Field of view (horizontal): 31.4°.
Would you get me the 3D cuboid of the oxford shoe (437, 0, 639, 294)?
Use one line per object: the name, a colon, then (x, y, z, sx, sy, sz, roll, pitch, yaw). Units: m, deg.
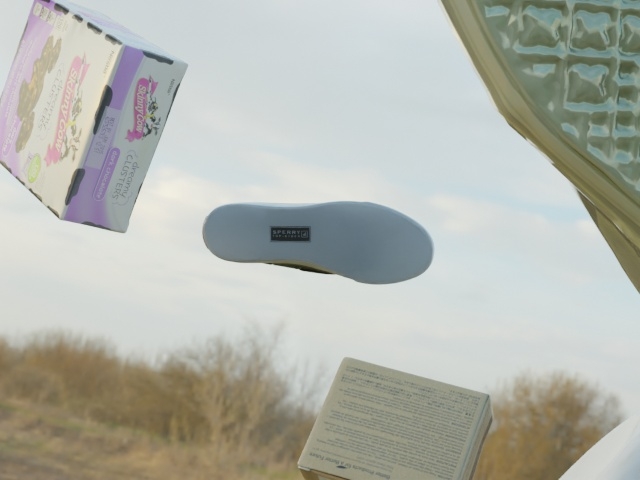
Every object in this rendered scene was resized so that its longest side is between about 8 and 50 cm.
oxford shoe: (0.172, -0.070, 0.569, 0.449, 0.169, 0.130, 51, -7, -11)

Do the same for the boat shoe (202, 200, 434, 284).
boat shoe: (0.000, 0.000, 1.124, 0.229, 0.080, 0.076, 1, 2, 10)

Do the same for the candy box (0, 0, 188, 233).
candy box: (-0.220, -0.121, 1.041, 0.070, 0.164, 0.196, 13, 14, -40)

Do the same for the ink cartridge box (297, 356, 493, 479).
ink cartridge box: (0.113, 0.294, 1.659, 0.235, 0.193, 0.088, 13, -30, 21)

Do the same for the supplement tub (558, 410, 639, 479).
supplement tub: (0.355, 0.344, 1.063, 0.325, 0.235, 0.235, 44, -5, 10)
